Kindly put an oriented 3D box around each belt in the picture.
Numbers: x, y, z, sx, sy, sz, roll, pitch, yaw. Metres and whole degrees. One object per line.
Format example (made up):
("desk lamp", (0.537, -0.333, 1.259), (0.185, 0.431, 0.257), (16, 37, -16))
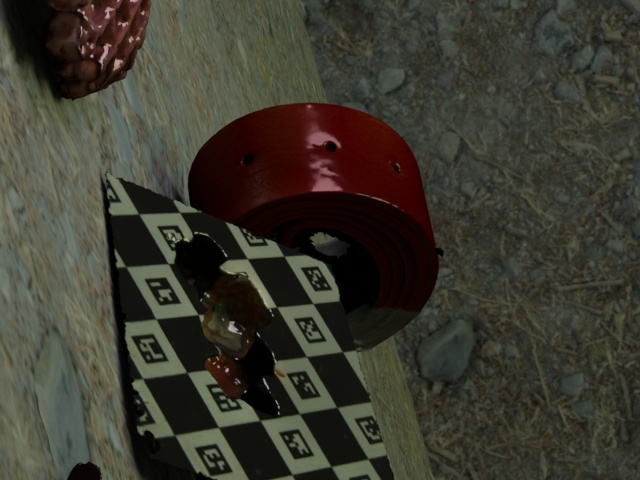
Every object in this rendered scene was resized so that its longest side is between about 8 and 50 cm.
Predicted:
("belt", (0.000, 0.000, 1.898), (0.324, 0.227, 0.115), (60, 17, -57))

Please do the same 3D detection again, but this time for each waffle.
("waffle", (-0.158, -0.214, 1.498), (0.234, 0.056, 0.221), (80, 21, -83))

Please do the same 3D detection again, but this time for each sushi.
("sushi", (-0.068, 0.103, 1.552), (0.264, 0.050, 0.290), (23, 37, -36))

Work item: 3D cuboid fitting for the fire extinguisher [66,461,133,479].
("fire extinguisher", (-0.092, 0.209, 1.074), (0.341, 0.105, 0.141), (61, 48, -65))

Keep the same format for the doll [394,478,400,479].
("doll", (0.096, 0.394, 2.117), (0.177, 0.141, 0.314), (2, 56, -50))

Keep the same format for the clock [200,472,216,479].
("clock", (-0.056, 0.185, 1.720), (0.280, 0.055, 0.280), (-17, 90, -84))
